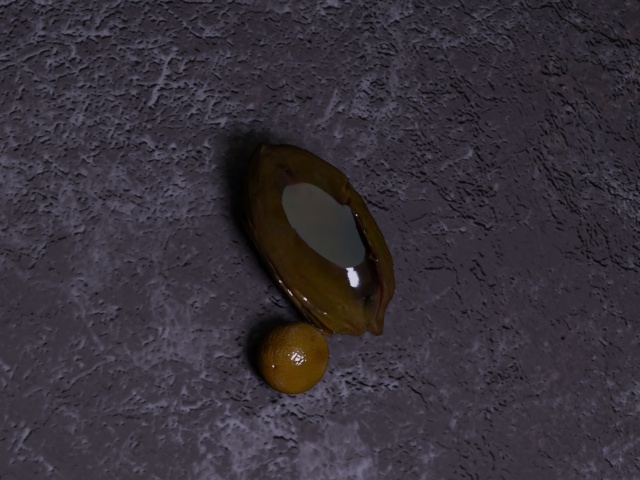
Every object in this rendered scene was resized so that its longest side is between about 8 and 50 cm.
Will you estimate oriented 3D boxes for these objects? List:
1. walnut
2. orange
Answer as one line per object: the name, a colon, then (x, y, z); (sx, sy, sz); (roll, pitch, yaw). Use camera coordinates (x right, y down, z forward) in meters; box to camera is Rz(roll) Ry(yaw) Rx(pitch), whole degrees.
walnut: (0.000, 0.000, 1.913); (0.137, 0.137, 0.245); (-39, 93, -31)
orange: (-0.028, 0.124, 1.893); (0.085, 0.085, 0.085); (8, 72, -26)
